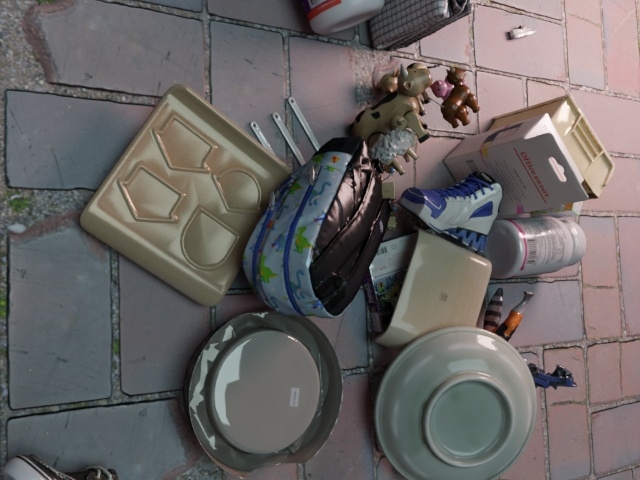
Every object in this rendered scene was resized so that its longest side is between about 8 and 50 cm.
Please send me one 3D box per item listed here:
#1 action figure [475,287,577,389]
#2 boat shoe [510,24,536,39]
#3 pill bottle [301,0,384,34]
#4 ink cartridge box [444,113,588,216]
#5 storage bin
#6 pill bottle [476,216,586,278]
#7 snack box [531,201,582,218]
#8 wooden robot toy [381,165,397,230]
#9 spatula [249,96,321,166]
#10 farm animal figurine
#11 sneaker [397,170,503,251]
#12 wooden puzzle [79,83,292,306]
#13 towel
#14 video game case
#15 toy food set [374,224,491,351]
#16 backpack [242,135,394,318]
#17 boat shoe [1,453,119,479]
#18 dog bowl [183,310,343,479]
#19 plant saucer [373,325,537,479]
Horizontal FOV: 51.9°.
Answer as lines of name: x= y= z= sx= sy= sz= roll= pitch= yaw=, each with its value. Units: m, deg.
action figure: x=0.472 y=0.288 z=1.678 sx=0.178 sy=0.341 sz=0.330 roll=14 pitch=84 yaw=-74
boat shoe: x=0.597 y=-0.619 z=1.943 sx=0.100 sy=0.035 sz=0.035 roll=-21 pitch=99 yaw=-25
pill bottle: x=0.014 y=-0.653 z=1.502 sx=0.182 sy=0.181 sz=0.322 roll=-24 pitch=98 yaw=-31
ink cartridge box: x=0.508 y=-0.185 z=1.658 sx=0.119 sy=0.353 sz=0.207 roll=-43 pitch=108 yaw=-27
storage bin: x=0.605 y=-0.227 z=1.776 sx=0.260 sy=0.262 sz=0.123 roll=49 pitch=64 yaw=-18
pill bottle: x=0.581 y=0.015 z=1.798 sx=0.283 sy=0.160 sz=0.160 roll=-3 pitch=87 yaw=-32
snack box: x=0.681 y=-0.113 z=1.882 sx=0.037 sy=0.141 sz=0.100 roll=30 pitch=70 yaw=-27
wooden robot toy: x=0.145 y=-0.109 z=1.613 sx=0.079 sy=0.076 sz=0.173 roll=-2 pitch=86 yaw=4
spatula: x=-0.053 y=-0.196 z=1.513 sx=0.168 sy=0.019 sz=0.242 roll=-38 pitch=105 yaw=-28
farm animal figurine: x=0.203 y=-0.331 z=1.572 sx=0.327 sy=0.330 sz=0.172 roll=-40 pitch=111 yaw=2
sneaker: x=0.344 y=-0.102 z=1.641 sx=0.316 sy=0.127 sz=0.182 roll=21 pitch=103 yaw=-40
wooden puzzle: x=-0.265 y=-0.088 z=1.345 sx=0.322 sy=0.080 sz=0.347 roll=37 pitch=72 yaw=-23
towel: x=0.227 y=-0.605 z=1.568 sx=0.121 sy=0.284 sz=0.235 roll=-6 pitch=90 yaw=-33
video game case: x=0.210 y=0.093 z=1.632 sx=0.232 sy=0.042 sz=0.210 roll=-17 pitch=95 yaw=-32
toy food set: x=0.275 y=0.139 z=1.606 sx=0.220 sy=0.092 sz=0.306 roll=25 pitch=74 yaw=-17
backpack: x=0.000 y=0.000 z=1.371 sx=0.290 sy=0.273 sz=0.355 roll=69 pitch=22 yaw=-44
boat shoe: x=-0.416 y=0.465 z=1.187 sx=0.335 sy=0.121 sz=0.119 roll=52 pitch=54 yaw=-29
dog bowl: x=-0.125 y=0.312 z=1.373 sx=0.349 sy=0.102 sz=0.348 roll=3 pitch=85 yaw=-31
plant saucer: x=0.326 y=0.400 z=1.508 sx=0.401 sy=0.100 sz=0.400 roll=-1 pitch=94 yaw=-9
